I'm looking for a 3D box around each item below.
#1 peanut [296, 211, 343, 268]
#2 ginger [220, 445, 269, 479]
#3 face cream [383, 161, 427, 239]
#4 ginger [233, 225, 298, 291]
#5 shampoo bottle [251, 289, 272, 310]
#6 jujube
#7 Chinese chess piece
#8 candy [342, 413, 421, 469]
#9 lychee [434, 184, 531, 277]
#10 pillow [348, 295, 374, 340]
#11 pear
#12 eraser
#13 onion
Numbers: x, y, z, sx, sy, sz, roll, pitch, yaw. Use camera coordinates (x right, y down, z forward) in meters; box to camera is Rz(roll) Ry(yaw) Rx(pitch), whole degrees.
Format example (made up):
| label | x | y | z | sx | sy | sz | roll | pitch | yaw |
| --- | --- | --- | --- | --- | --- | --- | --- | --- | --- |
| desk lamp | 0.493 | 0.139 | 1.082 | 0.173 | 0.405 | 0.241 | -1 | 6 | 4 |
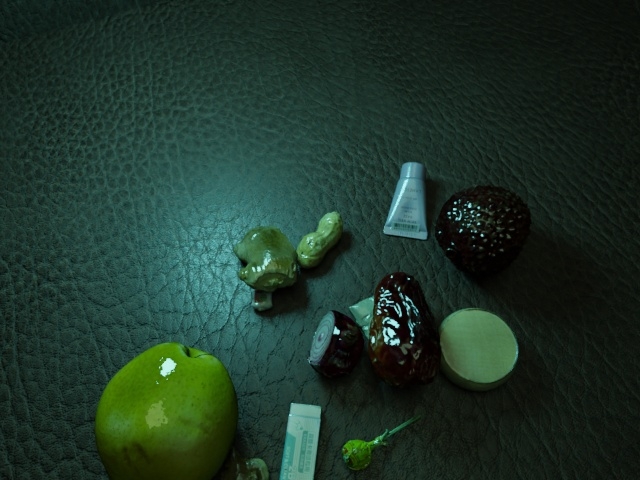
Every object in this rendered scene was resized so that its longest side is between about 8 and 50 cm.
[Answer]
| label | x | y | z | sx | sy | sz | roll | pitch | yaw |
| --- | --- | --- | --- | --- | --- | --- | --- | --- | --- |
| peanut | 0.000 | 0.000 | 1.706 | 0.098 | 0.103 | 0.229 | 38 | 70 | 6 |
| ginger | -0.214 | 0.684 | 1.359 | 0.133 | 0.059 | 0.214 | 12 | 63 | -1 |
| face cream | 0.319 | -0.141 | 1.794 | 0.154 | 0.096 | 0.273 | 9 | 75 | 3 |
| ginger | -0.187 | 0.064 | 1.637 | 0.276 | 0.130 | 0.221 | 25 | 53 | 34 |
| shampoo bottle | -0.192 | 0.185 | 1.641 | 0.072 | 0.043 | 0.099 | 0 | 61 | -1 |
| jujube | 0.238 | 0.258 | 1.463 | 0.216 | 0.216 | 0.342 | 1 | 58 | 2 |
| Chinese chess piece | 0.470 | 0.327 | 1.513 | 0.250 | 0.103 | 0.249 | -1 | 61 | 2 |
| candy | 0.181 | 0.562 | 1.420 | 0.262 | 0.073 | 0.077 | -24 | 81 | -19 |
| lychee | 0.519 | -0.033 | 1.602 | 0.330 | 0.306 | 0.306 | -26 | 64 | -16 |
| pillow | 0.204 | 0.279 | 1.577 | 0.148 | 0.050 | 0.229 | -28 | 67 | -7 |
| pear | -0.400 | 0.480 | 1.313 | 0.363 | 0.362 | 0.418 | 14 | 89 | 9 |
| eraser | -0.054 | 0.584 | 1.411 | 0.096 | 0.052 | 0.225 | 5 | 61 | 6 |
| onion | 0.065 | 0.306 | 1.474 | 0.140 | 0.218 | 0.195 | 34 | 57 | -11 |
